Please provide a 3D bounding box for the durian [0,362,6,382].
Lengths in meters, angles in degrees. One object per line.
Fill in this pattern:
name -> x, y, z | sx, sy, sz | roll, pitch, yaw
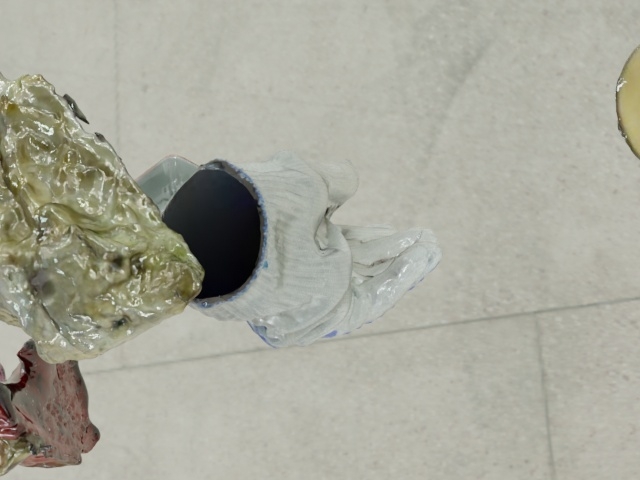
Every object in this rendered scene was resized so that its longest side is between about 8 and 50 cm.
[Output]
durian -> -0.419, 0.189, 1.153 | 0.119, 0.108, 0.187 | -37, 90, 22

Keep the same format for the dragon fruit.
dragon fruit -> -0.220, 0.134, 0.774 | 0.092, 0.192, 0.122 | 37, 81, 3

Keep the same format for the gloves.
gloves -> -0.006, 0.001, 0.571 | 0.097, 0.229, 0.119 | -18, 78, 35

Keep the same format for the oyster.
oyster -> -0.152, -0.006, 0.475 | 0.209, 0.072, 0.133 | 42, 125, 11

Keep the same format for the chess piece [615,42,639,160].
chess piece -> 0.361, -0.159, 0.733 | 0.117, 0.397, 0.117 | 24, 129, 33

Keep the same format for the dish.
dish -> -0.223, -0.007, 1.351 | 0.154, 0.234, 0.064 | 33, 143, 18
